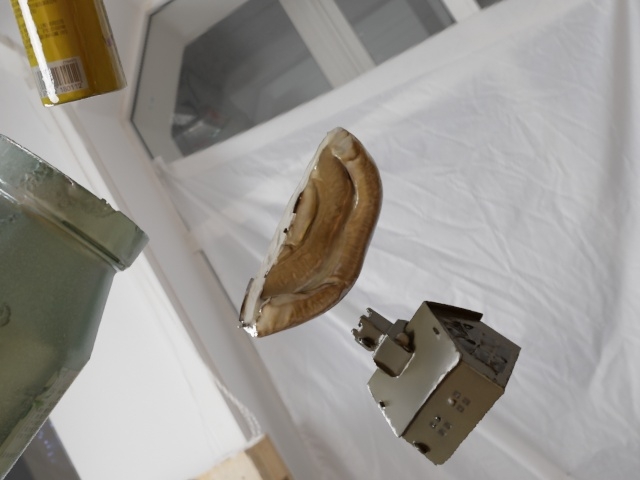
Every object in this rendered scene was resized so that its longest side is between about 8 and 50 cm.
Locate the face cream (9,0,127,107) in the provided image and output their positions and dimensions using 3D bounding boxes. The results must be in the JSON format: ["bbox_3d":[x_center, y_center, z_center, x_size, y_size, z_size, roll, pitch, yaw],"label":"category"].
[{"bbox_3d":[-0.320,-0.335,0.833,0.105,0.348,0.105,-12,15,3],"label":"face cream"}]

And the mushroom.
[{"bbox_3d":[-0.001,0.001,0.689,0.072,0.094,0.209,-173,104,-81],"label":"mushroom"}]

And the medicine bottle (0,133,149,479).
[{"bbox_3d":[-0.334,0.057,0.720,0.290,0.245,0.245,-55,-3,-10],"label":"medicine bottle"}]

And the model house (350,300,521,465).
[{"bbox_3d":[0.173,0.188,1.203,0.211,0.243,0.204,-62,-11,31],"label":"model house"}]
